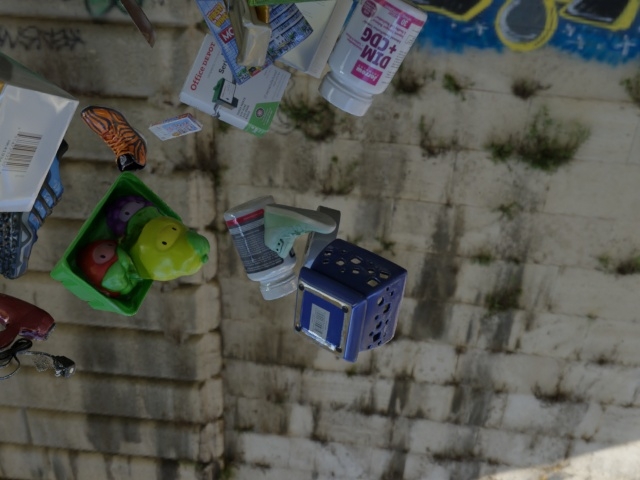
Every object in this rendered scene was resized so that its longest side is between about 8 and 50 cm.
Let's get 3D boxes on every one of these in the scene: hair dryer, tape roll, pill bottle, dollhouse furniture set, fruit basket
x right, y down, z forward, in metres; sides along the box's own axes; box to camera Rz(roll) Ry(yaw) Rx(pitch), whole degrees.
[{"bbox_3d":[-0.706,0.204,1.503,0.293,0.080,0.224,39,-171,30],"label":"hair dryer"},{"bbox_3d":[0.000,0.000,2.083,0.072,0.219,0.219,15,-151,-5],"label":"tape roll"},{"bbox_3d":[0.118,-0.454,1.565,0.160,0.283,0.160,25,-154,-13],"label":"pill bottle"},{"bbox_3d":[-0.065,-0.422,1.006,0.151,0.197,0.301,-13,171,-14],"label":"dollhouse furniture set"},{"bbox_3d":[-0.497,0.009,1.775,0.392,0.283,0.392,-31,-148,22],"label":"fruit basket"},{"bbox_3d":[-0.182,0.025,2.136,0.176,0.318,0.176,-20,-170,4],"label":"pill bottle"}]

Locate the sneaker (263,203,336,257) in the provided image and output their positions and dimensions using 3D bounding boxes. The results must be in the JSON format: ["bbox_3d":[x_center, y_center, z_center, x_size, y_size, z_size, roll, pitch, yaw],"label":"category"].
[{"bbox_3d":[-0.063,-0.016,1.932,0.256,0.151,0.094,14,-165,36],"label":"sneaker"}]

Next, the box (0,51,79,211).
[{"bbox_3d":[-0.605,-0.220,1.041,0.345,0.215,0.168,31,-169,13],"label":"box"}]

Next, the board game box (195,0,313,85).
[{"bbox_3d":[-0.150,-0.447,1.322,0.194,0.194,0.060,-24,-152,34],"label":"board game box"}]

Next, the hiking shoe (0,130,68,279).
[{"bbox_3d":[-0.555,-0.065,1.258,0.113,0.304,0.132,27,-159,28],"label":"hiking shoe"}]

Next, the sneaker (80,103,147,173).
[{"bbox_3d":[-0.740,-0.361,2.391,0.125,0.321,0.180,-26,-120,19],"label":"sneaker"}]

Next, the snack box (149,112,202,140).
[{"bbox_3d":[-0.453,-0.353,2.031,0.178,0.064,0.022,-7,-125,35],"label":"snack box"}]

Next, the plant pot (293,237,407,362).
[{"bbox_3d":[0.062,0.163,1.693,0.236,0.236,0.212,25,-146,28],"label":"plant pot"}]

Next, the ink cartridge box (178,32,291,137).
[{"bbox_3d":[-0.205,-0.366,1.551,0.219,0.160,0.092,22,174,-15],"label":"ink cartridge box"}]

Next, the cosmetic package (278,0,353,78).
[{"bbox_3d":[-0.069,-0.575,1.693,0.224,0.224,0.138,28,-167,10],"label":"cosmetic package"}]

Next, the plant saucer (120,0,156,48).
[{"bbox_3d":[-0.475,-0.587,1.666,0.036,0.198,0.198,-33,-144,-3],"label":"plant saucer"}]
